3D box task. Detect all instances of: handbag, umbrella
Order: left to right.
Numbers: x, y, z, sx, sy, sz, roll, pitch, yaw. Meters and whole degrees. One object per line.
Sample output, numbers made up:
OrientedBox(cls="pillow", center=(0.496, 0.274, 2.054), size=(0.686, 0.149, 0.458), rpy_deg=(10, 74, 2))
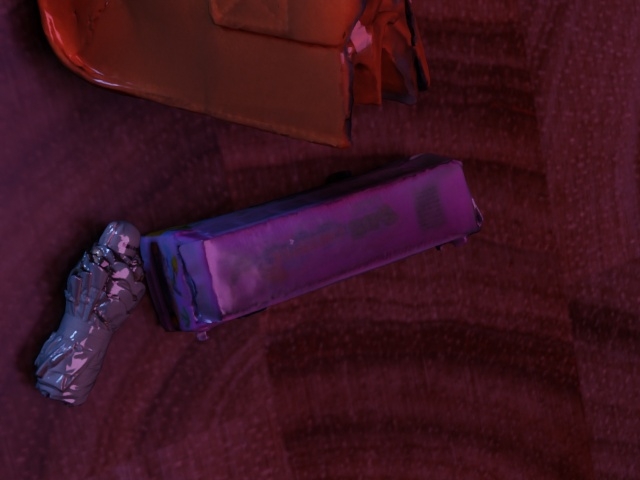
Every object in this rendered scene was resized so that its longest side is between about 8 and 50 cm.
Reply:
OrientedBox(cls="umbrella", center=(-0.171, 0.052, 0.945), size=(0.144, 0.062, 0.067), rpy_deg=(-67, 157, 2))
OrientedBox(cls="handbag", center=(-0.078, -0.279, 0.784), size=(0.116, 0.303, 0.410), rpy_deg=(-34, 129, -40))

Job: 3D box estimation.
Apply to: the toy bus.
OrientedBox(cls="toy bus", center=(0.000, -0.001, 1.021), size=(0.274, 0.112, 0.090), rpy_deg=(-19, 97, -30))
